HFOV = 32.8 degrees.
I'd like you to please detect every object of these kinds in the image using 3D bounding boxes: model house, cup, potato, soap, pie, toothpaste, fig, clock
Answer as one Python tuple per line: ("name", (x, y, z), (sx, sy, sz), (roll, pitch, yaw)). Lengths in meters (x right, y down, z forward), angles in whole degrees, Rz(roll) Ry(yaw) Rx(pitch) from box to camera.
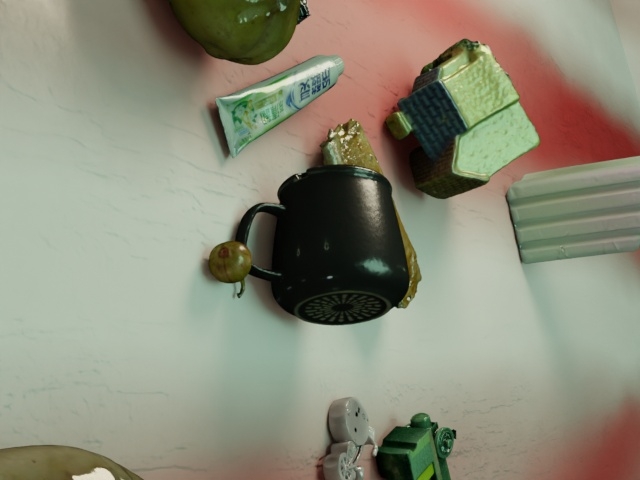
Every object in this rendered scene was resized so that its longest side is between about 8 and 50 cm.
("model house", (0.199, -0.181, 1.750), (0.189, 0.195, 0.214), (-38, 103, -31))
("cup", (0.000, 0.000, 1.334), (0.223, 0.169, 0.177), (11, 66, -28))
("potato", (-0.104, -0.318, 1.225), (0.197, 0.148, 0.228), (10, 70, -75))
("soap", (0.524, -0.061, 2.142), (0.095, 0.289, 0.173), (-35, 113, -56))
("pie", (0.067, -0.040, 1.536), (0.128, 0.068, 0.282), (-53, 128, -54))
("toothpaste", (-0.048, -0.187, 1.398), (0.297, 0.048, 0.075), (-40, 120, -53))
("fig", (-0.100, 0.035, 1.246), (0.083, 0.050, 0.050), (74, 24, -52))
("clock", (0.038, 0.271, 1.431), (0.087, 0.041, 0.129), (55, 34, -34))

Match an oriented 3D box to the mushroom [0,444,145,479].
("mushroom", (-0.185, 0.323, 0.750), (0.362, 0.294, 0.362), (18, 69, -59))

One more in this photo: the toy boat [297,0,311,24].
("toy boat", (-0.062, -0.341, 1.398), (0.055, 0.060, 0.141), (-41, 111, -56))

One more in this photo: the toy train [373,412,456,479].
("toy train", (0.149, 0.356, 1.580), (0.132, 0.083, 0.200), (-33, 112, -47))
